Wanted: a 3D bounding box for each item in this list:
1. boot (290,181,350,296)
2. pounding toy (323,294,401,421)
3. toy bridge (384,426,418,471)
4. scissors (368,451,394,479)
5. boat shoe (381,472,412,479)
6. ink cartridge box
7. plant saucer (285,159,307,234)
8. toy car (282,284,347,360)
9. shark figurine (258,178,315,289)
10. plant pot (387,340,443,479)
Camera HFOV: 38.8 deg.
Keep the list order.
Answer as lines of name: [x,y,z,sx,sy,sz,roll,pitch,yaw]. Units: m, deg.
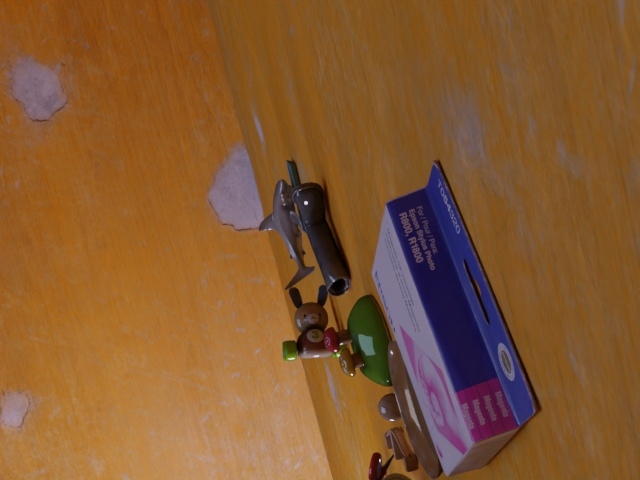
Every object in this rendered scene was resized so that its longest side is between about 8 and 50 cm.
boot: [0.002,-0.001,1.960,0.190,0.076,0.209,60,-164,-61]
pounding toy: [0.076,0.232,1.761,0.183,0.110,0.237,-174,69,-82]
toy bridge: [0.158,0.412,1.845,0.188,0.026,0.063,-163,60,-81]
scissors: [0.121,0.484,1.849,0.297,0.021,0.109,47,-130,-74]
boat shoe: [0.176,0.615,1.748,0.340,0.127,0.113,65,159,5]
ink cartridge box: [0.153,0.115,1.164,0.330,0.071,0.324,89,164,-66]
plant saucer: [-0.056,-0.114,2.354,0.067,0.018,0.192,-130,25,-72]
toy car: [-0.021,0.209,2.318,0.149,0.155,0.189,128,139,-80]
shark figurine: [-0.100,-0.016,2.394,0.166,0.116,0.278,-172,68,-83]
plant pot: [0.166,0.278,1.512,0.236,0.032,0.236,165,90,-82]
